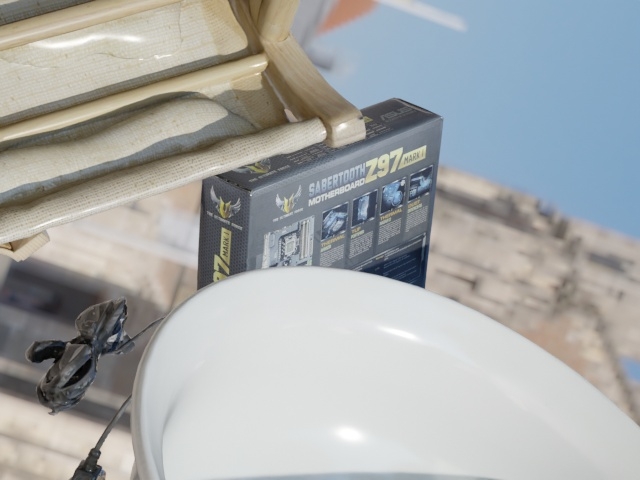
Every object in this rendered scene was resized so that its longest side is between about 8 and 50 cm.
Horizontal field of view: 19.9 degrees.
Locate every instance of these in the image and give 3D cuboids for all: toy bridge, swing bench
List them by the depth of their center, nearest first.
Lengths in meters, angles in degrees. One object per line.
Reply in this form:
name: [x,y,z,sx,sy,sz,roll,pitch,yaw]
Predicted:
swing bench: [-0.119,-0.143,0.801,0.165,0.253,0.254,52,-31,37]
toy bridge: [-0.284,-0.027,1.415,0.063,0.188,0.026,-36,-123,6]

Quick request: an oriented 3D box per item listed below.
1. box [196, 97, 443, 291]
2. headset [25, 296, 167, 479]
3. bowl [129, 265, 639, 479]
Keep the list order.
box: [0.000,0.000,1.485,0.233,0.059,0.183,-25,130,-42]
headset: [-0.119,0.232,1.292,0.185,0.243,0.394,-60,143,-68]
bowl: [0.032,0.158,0.791,0.134,0.298,0.298,-59,-166,32]
